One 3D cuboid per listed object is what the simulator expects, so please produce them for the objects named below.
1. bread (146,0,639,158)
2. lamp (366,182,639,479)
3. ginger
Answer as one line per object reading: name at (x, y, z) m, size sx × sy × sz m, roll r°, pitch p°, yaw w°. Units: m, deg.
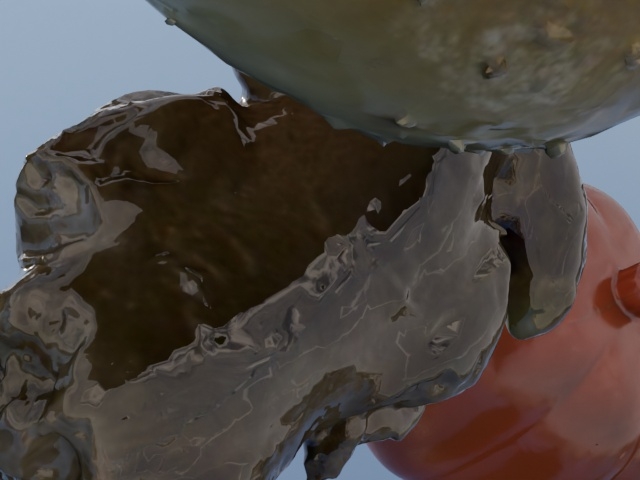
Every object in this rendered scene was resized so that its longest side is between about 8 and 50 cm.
bread at (0.031, -0.174, 0.464) m, size 0.305 × 0.159 × 0.305 m, roll 19°, pitch -123°, yaw -31°
lamp at (0.108, 0.053, 0.956) m, size 0.188 × 0.164 × 0.187 m, roll 29°, pitch -135°, yaw -34°
ginger at (-0.001, 0.001, 0.567) m, size 0.166 × 0.080 × 0.333 m, roll 53°, pitch -126°, yaw -26°
